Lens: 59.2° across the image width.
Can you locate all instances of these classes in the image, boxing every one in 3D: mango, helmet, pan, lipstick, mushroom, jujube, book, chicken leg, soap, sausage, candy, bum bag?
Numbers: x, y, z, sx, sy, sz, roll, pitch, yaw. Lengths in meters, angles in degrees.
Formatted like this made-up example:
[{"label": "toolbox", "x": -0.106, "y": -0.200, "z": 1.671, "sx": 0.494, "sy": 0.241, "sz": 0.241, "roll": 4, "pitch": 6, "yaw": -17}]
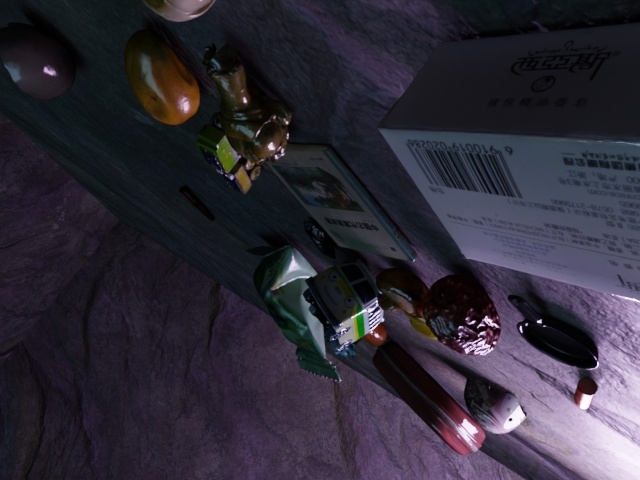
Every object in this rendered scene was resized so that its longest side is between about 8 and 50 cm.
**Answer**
[{"label": "mango", "x": -0.255, "y": -0.255, "z": 0.893, "sx": 0.115, "sy": 0.089, "sz": 0.165, "roll": 21, "pitch": 157, "yaw": 38}, {"label": "helmet", "x": 0.457, "y": 0.455, "z": 1.520, "sx": 0.176, "sy": 0.107, "sz": 0.153, "roll": 20, "pitch": 162, "yaw": 43}, {"label": "pan", "x": 0.360, "y": 0.139, "z": 0.898, "sx": 0.136, "sy": 0.028, "sz": 0.235, "roll": 15, "pitch": 158, "yaw": 51}, {"label": "lipstick", "x": -0.373, "y": -0.109, "z": 1.723, "sx": 0.027, "sy": 0.027, "sz": 0.176, "roll": 25, "pitch": 164, "yaw": 32}, {"label": "mushroom", "x": -0.580, "y": -0.374, "z": 1.184, "sx": 0.117, "sy": 0.141, "sz": 0.188, "roll": 0, "pitch": 173, "yaw": 1}, {"label": "jujube", "x": 0.247, "y": 0.133, "z": 0.964, "sx": 0.176, "sy": 0.112, "sz": 0.109, "roll": 44, "pitch": -165, "yaw": -38}, {"label": "book", "x": 0.028, "y": -0.068, "z": 0.988, "sx": 0.214, "sy": 0.025, "sz": 0.283, "roll": 13, "pitch": 152, "yaw": 52}, {"label": "chicken leg", "x": -0.099, "y": -0.185, "z": 0.805, "sx": 0.103, "sy": 0.088, "sz": 0.228, "roll": 39, "pitch": 162, "yaw": 24}, {"label": "soap", "x": 0.232, "y": 0.177, "z": 1.259, "sx": 0.088, "sy": 0.045, "sz": 0.140, "roll": 29, "pitch": 165, "yaw": 32}, {"label": "mushroom", "x": 0.164, "y": 0.108, "z": 1.111, "sx": 0.127, "sy": 0.087, "sz": 0.127, "roll": 33, "pitch": 169, "yaw": 7}, {"label": "sausage", "x": 0.113, "y": 0.234, "z": 1.640, "sx": 0.197, "sy": 0.076, "sz": 0.076, "roll": 42, "pitch": 163, "yaw": -21}, {"label": "candy", "x": -0.069, "y": 0.193, "z": 1.544, "sx": 0.263, "sy": 0.171, "sz": 0.398, "roll": 169, "pitch": 84, "yaw": -75}, {"label": "bum bag", "x": 0.001, "y": -0.001, "z": 1.228, "sx": 0.058, "sy": 0.034, "sz": 0.124, "roll": 35, "pitch": 168, "yaw": 36}, {"label": "sausage", "x": 0.499, "y": 0.293, "z": 1.067, "sx": 0.034, "sy": 0.034, "sz": 0.129, "roll": 26, "pitch": 163, "yaw": 29}]

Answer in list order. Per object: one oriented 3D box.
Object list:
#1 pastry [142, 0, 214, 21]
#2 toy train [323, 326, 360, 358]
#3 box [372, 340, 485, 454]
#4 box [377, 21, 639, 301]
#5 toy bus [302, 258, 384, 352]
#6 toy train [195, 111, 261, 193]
[{"label": "pastry", "x": -0.161, "y": -0.298, "z": 0.557, "sx": 0.156, "sy": 0.092, "sz": 0.156, "roll": 31, "pitch": 161, "yaw": 12}, {"label": "toy train", "x": 0.056, "y": 0.282, "z": 1.844, "sx": 0.194, "sy": 0.120, "sz": 0.298, "roll": 41, "pitch": 166, "yaw": 4}, {"label": "box", "x": 0.310, "y": 0.460, "z": 1.669, "sx": 0.263, "sy": 0.108, "sz": 0.404, "roll": 47, "pitch": 177, "yaw": -37}, {"label": "box", "x": 0.214, "y": -0.054, "z": 0.446, "sx": 0.274, "sy": 0.116, "sz": 0.203, "roll": 16, "pitch": 156, "yaw": 50}, {"label": "toy bus", "x": 0.062, "y": 0.146, "z": 1.290, "sx": 0.134, "sy": 0.164, "sz": 0.276, "roll": 57, "pitch": 172, "yaw": 20}, {"label": "toy train", "x": -0.165, "y": -0.152, "z": 1.030, "sx": 0.060, "sy": 0.081, "sz": 0.202, "roll": 29, "pitch": 164, "yaw": 18}]
